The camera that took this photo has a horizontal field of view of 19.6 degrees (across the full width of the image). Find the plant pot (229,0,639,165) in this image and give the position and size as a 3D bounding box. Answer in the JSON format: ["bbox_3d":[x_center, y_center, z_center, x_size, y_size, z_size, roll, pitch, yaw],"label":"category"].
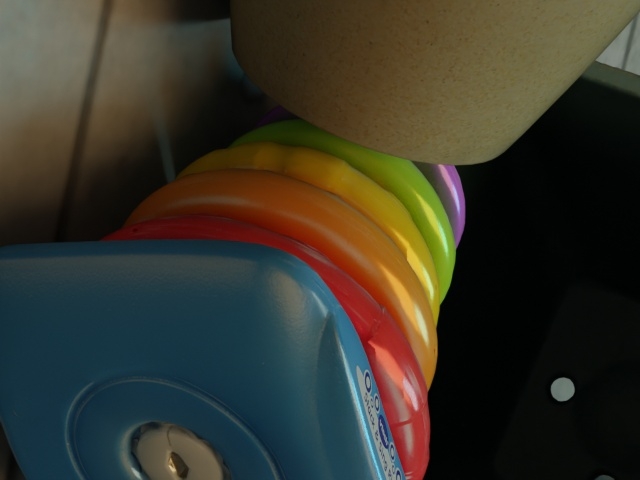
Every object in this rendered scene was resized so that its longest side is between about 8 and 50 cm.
[{"bbox_3d":[0.066,-0.177,0.728,0.256,0.256,0.274,-18,136,-53],"label":"plant pot"}]

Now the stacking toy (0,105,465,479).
[{"bbox_3d":[0.000,0.000,0.803,0.302,0.165,0.175,-58,139,-48],"label":"stacking toy"}]

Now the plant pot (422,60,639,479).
[{"bbox_3d":[0.155,0.072,0.984,0.248,0.247,0.252,-66,162,-10],"label":"plant pot"}]

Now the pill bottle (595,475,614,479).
[{"bbox_3d":[0.204,0.228,1.266,0.087,0.087,0.160,-7,112,-56],"label":"pill bottle"}]
